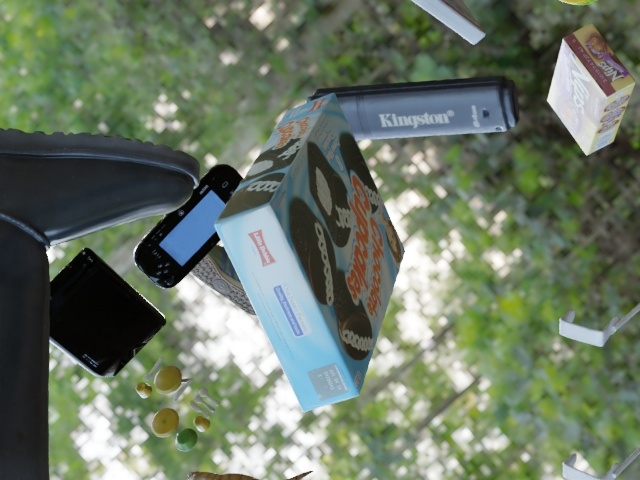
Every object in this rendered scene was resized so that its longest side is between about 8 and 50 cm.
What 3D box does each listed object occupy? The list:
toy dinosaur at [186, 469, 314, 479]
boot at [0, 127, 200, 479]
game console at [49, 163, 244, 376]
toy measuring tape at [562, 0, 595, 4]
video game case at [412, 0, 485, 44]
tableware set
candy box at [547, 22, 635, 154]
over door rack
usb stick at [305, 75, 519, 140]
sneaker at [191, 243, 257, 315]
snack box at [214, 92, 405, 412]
[{"bbox_3d":[-0.121,0.407,2.534,0.064,0.211,0.112,87,-173,-54],"label":"toy dinosaur"},{"bbox_3d":[-0.336,0.099,1.861,0.146,0.367,0.445,128,145,-71],"label":"boot"},{"bbox_3d":[-0.244,0.030,2.240,0.044,0.361,0.213,40,174,36],"label":"game console"},{"bbox_3d":[0.314,-0.365,2.174,0.121,0.330,0.121,20,-120,-39],"label":"toy measuring tape"},{"bbox_3d":[0.103,-0.400,2.070,0.204,0.025,0.285,22,-146,-56],"label":"video game case"},{"bbox_3d":[-0.229,0.258,2.416,0.154,0.104,0.024,33,169,34],"label":"tableware set"},{"bbox_3d":[0.378,-0.210,2.181,0.109,0.053,0.187,58,170,19],"label":"candy box"},{"bbox_3d":[0.433,0.145,1.846,0.108,0.324,0.240,32,137,45],"label":"over door rack"},{"bbox_3d":[0.116,-0.168,2.001,0.045,0.278,0.077,-57,-41,-56],"label":"usb stick"},{"bbox_3d":[-0.158,0.044,2.690,0.192,0.064,0.086,38,-132,-2],"label":"sneaker"},{"bbox_3d":[0.000,0.000,1.433,0.322,0.060,0.187,-66,-46,-65],"label":"snack box"}]
